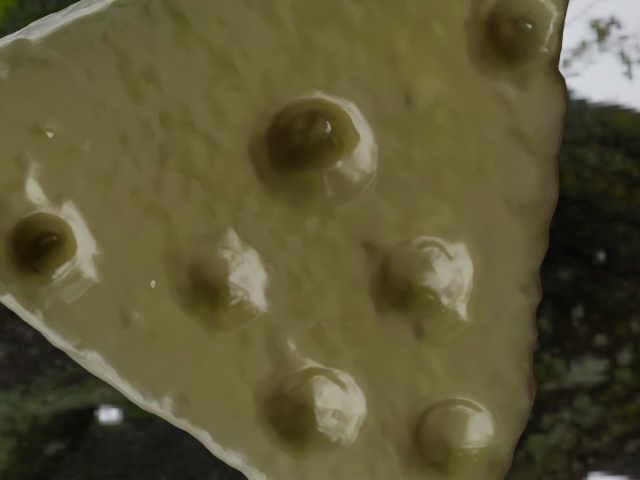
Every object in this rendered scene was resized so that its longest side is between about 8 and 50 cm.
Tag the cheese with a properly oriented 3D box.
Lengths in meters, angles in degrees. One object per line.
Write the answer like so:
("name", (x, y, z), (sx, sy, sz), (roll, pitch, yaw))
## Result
("cheese", (0.001, -0.001, 0.912), (0.104, 0.383, 0.384), (-72, -29, -75))
